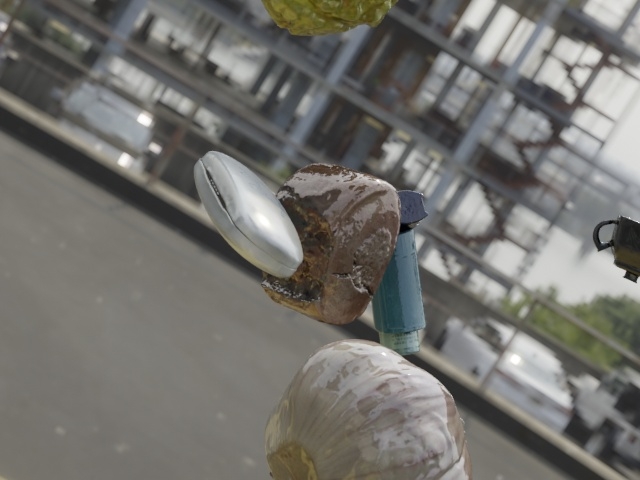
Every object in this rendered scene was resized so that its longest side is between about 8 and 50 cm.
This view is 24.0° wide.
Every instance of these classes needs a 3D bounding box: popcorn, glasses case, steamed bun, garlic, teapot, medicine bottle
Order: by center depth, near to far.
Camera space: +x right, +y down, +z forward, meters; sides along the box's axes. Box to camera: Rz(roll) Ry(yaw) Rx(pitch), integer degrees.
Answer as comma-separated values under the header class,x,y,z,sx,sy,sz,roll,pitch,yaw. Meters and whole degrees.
class,x,y,z,sx,sy,sz,roll,pitch,yaw
glasses case,-0.078,-0.031,1.588,0.092,0.059,0.233,35,10,-25
steamed bun,0.000,0.000,1.684,0.145,0.175,0.106,22,8,43
garlic,0.072,0.290,2.004,0.317,0.259,0.317,46,-29,35
popcorn,0.004,-0.425,2.280,0.252,0.237,0.205,11,58,-43
medicine bottle,0.118,0.052,2.359,0.079,0.258,0.124,-7,3,-27
teapot,0.537,0.024,2.524,0.177,0.096,0.087,23,3,6
